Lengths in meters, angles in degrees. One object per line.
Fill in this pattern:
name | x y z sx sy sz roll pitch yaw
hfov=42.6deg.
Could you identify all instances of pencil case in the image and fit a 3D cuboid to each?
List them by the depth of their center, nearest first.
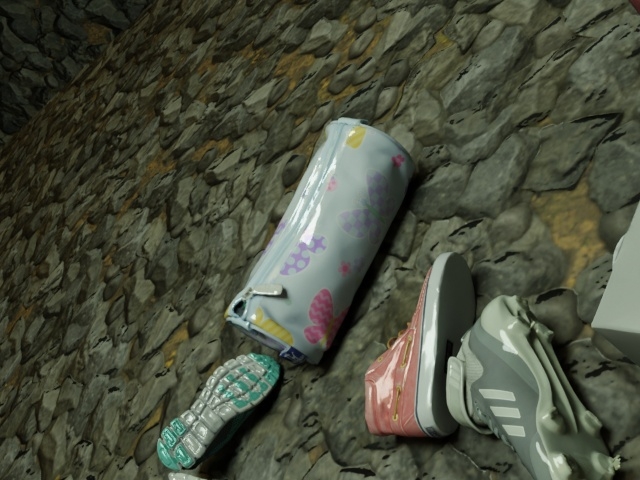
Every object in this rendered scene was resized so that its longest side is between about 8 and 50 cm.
pencil case | 0.000 0.000 0.913 0.113 0.124 0.273 9 66 56

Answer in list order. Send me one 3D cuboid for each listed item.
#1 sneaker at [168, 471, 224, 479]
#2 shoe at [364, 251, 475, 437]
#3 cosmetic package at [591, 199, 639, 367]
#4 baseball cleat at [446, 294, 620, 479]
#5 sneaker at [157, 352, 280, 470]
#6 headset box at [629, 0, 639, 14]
sneaker | -0.102 0.286 0.836 0.190 0.071 0.083 -19 53 53
shoe | 0.089 0.095 0.756 0.081 0.063 0.178 -15 52 40
cosmetic package | 0.302 0.034 0.495 0.238 0.107 0.127 6 64 58
baseball cleat | 0.156 0.140 0.636 0.109 0.072 0.206 -54 25 32
sneaker | -0.112 0.196 0.931 0.166 0.076 0.065 -40 68 -17
headset box | 0.389 -0.208 0.605 0.218 0.110 0.293 -47 32 12
